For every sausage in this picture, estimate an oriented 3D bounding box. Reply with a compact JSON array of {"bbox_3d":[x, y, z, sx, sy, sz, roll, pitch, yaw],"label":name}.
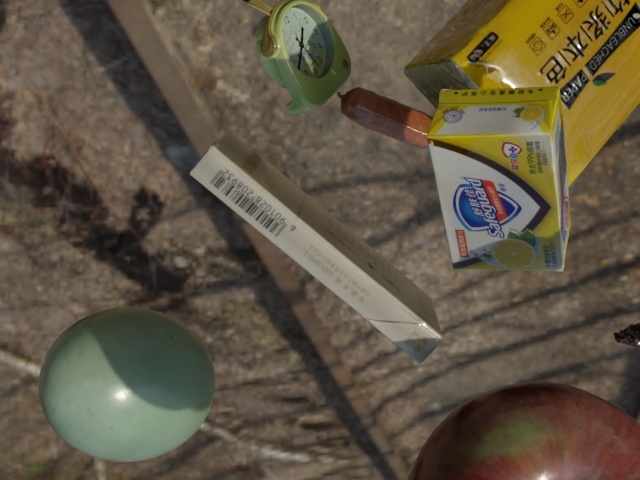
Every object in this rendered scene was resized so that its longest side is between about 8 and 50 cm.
[{"bbox_3d":[0.108,-0.209,1.793,0.169,0.065,0.065,20,150,-13],"label":"sausage"}]

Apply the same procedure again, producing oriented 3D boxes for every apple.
[{"bbox_3d":[0.244,0.327,1.158,0.344,0.345,0.269,-6,153,-1],"label":"apple"}]

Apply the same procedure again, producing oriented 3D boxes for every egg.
[{"bbox_3d":[-0.340,0.258,1.933,0.276,0.276,0.389,-17,168,23],"label":"egg"}]

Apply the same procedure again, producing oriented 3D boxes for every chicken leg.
[{"bbox_3d":[0.451,0.132,1.460,0.093,0.053,0.205,-1,167,24],"label":"chicken leg"}]

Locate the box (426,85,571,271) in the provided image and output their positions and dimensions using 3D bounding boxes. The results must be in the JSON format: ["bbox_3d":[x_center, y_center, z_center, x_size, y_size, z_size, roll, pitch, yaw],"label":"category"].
[{"bbox_3d":[0.249,-0.078,1.466,0.168,0.097,0.265,2,137,17],"label":"box"}]

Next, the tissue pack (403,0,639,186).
[{"bbox_3d":[0.376,-0.309,1.734,0.293,0.382,0.228,46,167,-17],"label":"tissue pack"}]

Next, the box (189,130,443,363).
[{"bbox_3d":[0.000,0.001,1.374,0.051,0.365,0.204,-50,-174,9],"label":"box"}]

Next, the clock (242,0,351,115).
[{"bbox_3d":[-0.047,-0.351,1.893,0.069,0.170,0.232,-11,118,43],"label":"clock"}]
